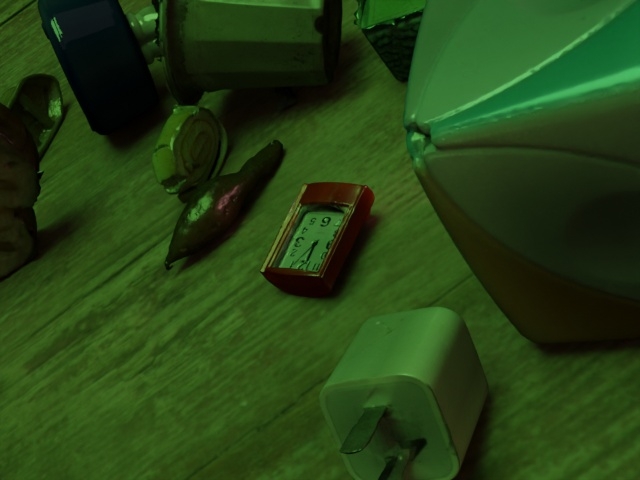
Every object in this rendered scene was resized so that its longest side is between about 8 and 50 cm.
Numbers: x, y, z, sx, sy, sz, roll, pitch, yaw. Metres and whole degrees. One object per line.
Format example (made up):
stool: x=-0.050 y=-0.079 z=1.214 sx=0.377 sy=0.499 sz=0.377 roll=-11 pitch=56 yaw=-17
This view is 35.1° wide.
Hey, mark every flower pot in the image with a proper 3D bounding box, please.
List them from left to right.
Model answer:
flower pot: x=-0.102 y=-0.346 z=1.614 sx=0.259 sy=0.290 sz=0.290 roll=4 pitch=48 yaw=9

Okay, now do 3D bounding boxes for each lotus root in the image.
lotus root: x=-0.632 y=-0.060 z=1.630 sx=0.391 sy=0.374 sz=0.111 roll=-62 pitch=37 yaw=32

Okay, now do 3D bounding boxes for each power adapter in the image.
power adapter: x=0.075 y=0.172 z=0.993 sx=0.125 sy=0.130 sz=0.205 roll=-11 pitch=20 yaw=28

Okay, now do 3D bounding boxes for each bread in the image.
bread: x=-0.208 y=-0.138 z=1.592 sx=0.064 sy=0.117 sz=0.156 roll=-2 pitch=49 yaw=34

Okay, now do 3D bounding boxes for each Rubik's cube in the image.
Rubik's cube: x=0.311 y=-0.131 z=1.006 sx=0.352 sy=0.347 sz=0.352 roll=-10 pitch=45 yaw=29

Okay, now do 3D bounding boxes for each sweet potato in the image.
sweet potato: x=-0.144 y=-0.065 z=1.507 sx=0.074 sy=0.075 sz=0.269 roll=19 pitch=59 yaw=46

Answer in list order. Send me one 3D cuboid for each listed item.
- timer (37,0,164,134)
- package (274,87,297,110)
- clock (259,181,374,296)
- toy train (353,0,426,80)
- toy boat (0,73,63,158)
timer: x=-0.285 y=-0.382 z=1.835 sx=0.383 sy=0.270 sz=0.270 roll=-23 pitch=38 yaw=-6
package: x=-0.063 y=-0.252 z=1.683 sx=0.037 sy=0.015 sz=0.110 roll=-29 pitch=37 yaw=10
clock: x=0.000 y=0.000 z=1.343 sx=0.113 sy=0.061 sz=0.155 roll=5 pitch=57 yaw=40
toy train: x=0.185 y=-0.358 z=1.502 sx=0.271 sy=0.159 sz=0.188 roll=-13 pitch=53 yaw=27
toy boat: x=-0.575 y=-0.250 z=1.990 sx=0.061 sy=0.116 sz=0.188 roll=-14 pitch=44 yaw=35
